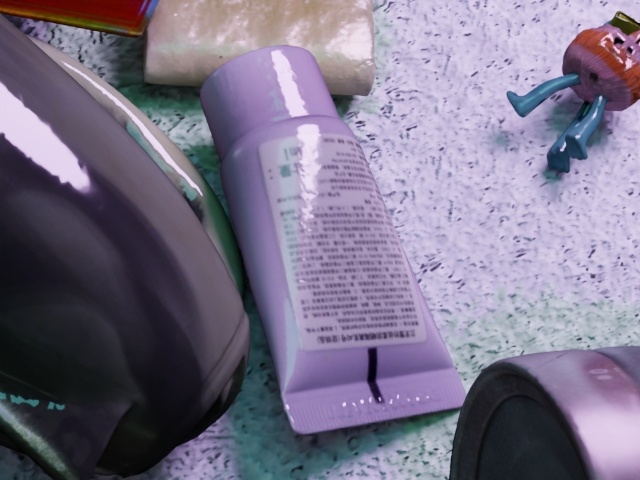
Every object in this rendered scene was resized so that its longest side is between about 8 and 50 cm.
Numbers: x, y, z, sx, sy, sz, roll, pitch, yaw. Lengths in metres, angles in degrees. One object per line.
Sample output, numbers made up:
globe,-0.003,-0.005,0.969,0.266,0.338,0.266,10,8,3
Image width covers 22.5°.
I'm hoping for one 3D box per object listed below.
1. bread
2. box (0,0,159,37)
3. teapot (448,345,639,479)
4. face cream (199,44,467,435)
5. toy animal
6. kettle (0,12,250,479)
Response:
bread,-0.048,-0.172,1.238,0.178,0.060,0.139,4,59,-6
box,-0.252,-0.284,1.176,0.197,0.089,0.313,5,37,-37
teapot,0.264,0.215,0.975,0.312,0.233,0.315,-4,89,-16
face cream,0.000,0.000,1.119,0.154,0.096,0.274,-2,63,-39
toy animal,0.237,-0.137,1.253,0.208,0.100,0.103,-37,31,-23
kettle,-0.179,-0.007,1.038,0.324,0.228,0.321,41,32,-12
